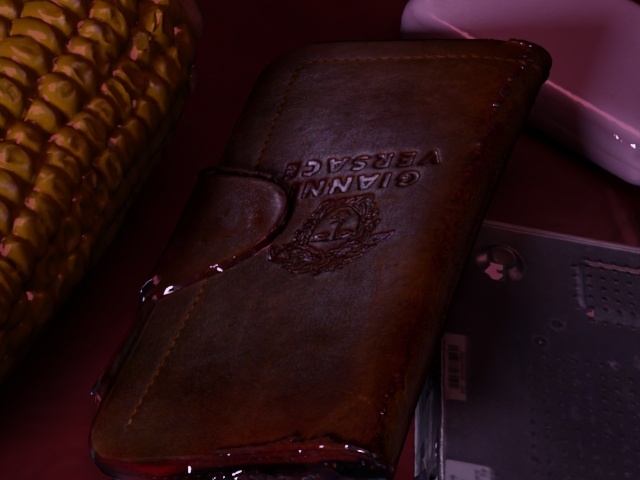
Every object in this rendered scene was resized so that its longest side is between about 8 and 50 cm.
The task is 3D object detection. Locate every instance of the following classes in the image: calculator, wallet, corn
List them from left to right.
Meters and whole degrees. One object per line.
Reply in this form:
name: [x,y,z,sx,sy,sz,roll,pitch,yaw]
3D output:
corn: [-0.134,-0.014,0.629,0.119,0.119,0.322,21,47,5]
wallet: [0.000,0.000,0.679,0.137,0.031,0.255,-1,39,23]
calculator: [0.118,-0.090,0.822,0.175,0.032,0.100,33,48,16]

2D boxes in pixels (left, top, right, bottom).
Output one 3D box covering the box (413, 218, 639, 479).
box: [0.123,0.106,0.633,0.211,0.045,0.270,11,46,-6]
